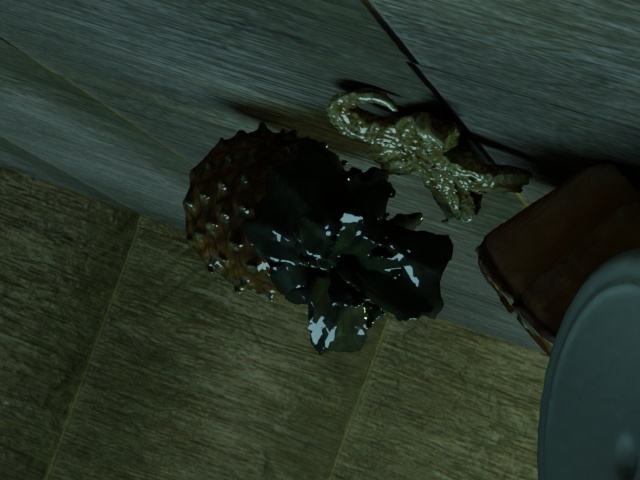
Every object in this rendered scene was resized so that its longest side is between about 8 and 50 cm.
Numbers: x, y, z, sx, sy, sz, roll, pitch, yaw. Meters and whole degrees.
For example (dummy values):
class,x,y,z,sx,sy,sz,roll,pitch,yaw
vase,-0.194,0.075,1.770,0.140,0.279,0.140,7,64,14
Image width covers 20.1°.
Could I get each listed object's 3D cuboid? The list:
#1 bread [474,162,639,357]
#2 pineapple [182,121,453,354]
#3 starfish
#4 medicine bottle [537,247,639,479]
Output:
class,x,y,z,sx,sy,sz,roll,pitch,yaw
bread,0.201,0.038,1.207,0.190,0.123,0.244,44,-178,9
pineapple,0.000,0.000,1.424,0.141,0.170,0.310,-10,-167,-24
starfish,0.072,-0.056,1.248,0.150,0.053,0.209,16,173,2
medicine bottle,0.271,0.125,1.016,0.231,0.238,0.238,2,-179,-18
